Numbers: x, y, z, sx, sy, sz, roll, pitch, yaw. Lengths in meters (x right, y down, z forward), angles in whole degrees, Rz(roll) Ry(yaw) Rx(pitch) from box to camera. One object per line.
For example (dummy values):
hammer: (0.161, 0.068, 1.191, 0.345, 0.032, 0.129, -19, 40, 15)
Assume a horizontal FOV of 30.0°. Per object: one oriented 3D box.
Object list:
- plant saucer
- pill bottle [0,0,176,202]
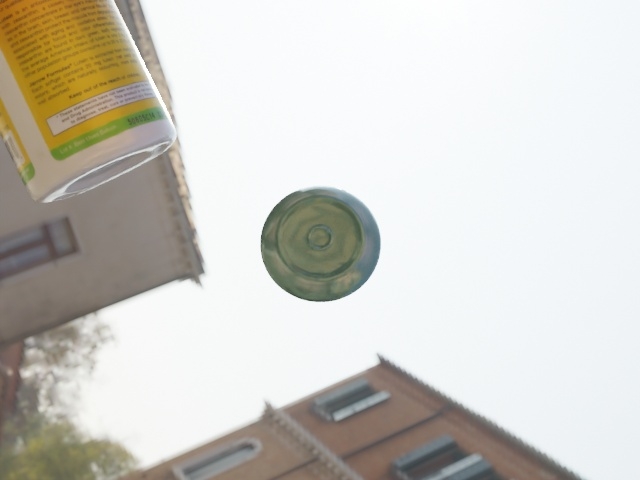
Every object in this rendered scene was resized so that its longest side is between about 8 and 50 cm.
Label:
plant saucer: (0.000, 0.000, 1.165, 0.021, 0.119, 0.119, 90, -25, -75)
pill bottle: (-0.234, -0.168, 1.020, 0.245, 0.136, 0.136, 64, -19, 0)
